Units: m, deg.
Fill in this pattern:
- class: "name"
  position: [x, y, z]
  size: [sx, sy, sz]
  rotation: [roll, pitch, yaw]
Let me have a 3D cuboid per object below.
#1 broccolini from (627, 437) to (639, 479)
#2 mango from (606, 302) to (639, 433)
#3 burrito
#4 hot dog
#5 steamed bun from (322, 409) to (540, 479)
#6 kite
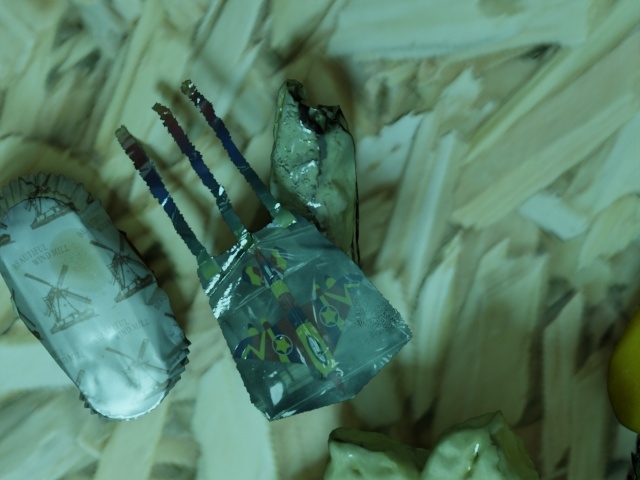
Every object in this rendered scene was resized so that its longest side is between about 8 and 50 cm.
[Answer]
- class: "broccolini"
  position: [0.239, 0.214, 1.146]
  size: [0.030, 0.035, 0.139]
  rotation: [13, 104, -5]
- class: "mango"
  position: [0.295, 0.061, 1.078]
  size: [0.145, 0.112, 0.219]
  rotation: [38, 112, -8]
- class: "burrito"
  position: [-0.002, 0.000, 1.056]
  size: [0.063, 0.058, 0.229]
  rotation: [-4, 103, 1]
- class: "hot dog"
  position: [-0.164, 0.039, 1.051]
  size: [0.099, 0.053, 0.192]
  rotation: [-32, 102, 2]
- class: "steamed bun"
  position: [0.100, 0.261, 1.075]
  size: [0.292, 0.137, 0.295]
  rotation: [-40, 68, 22]
- class: "kite"
  position: [-0.047, 0.008, 1.036]
  size: [0.141, 0.015, 0.245]
  rotation: [-33, 92, 26]
